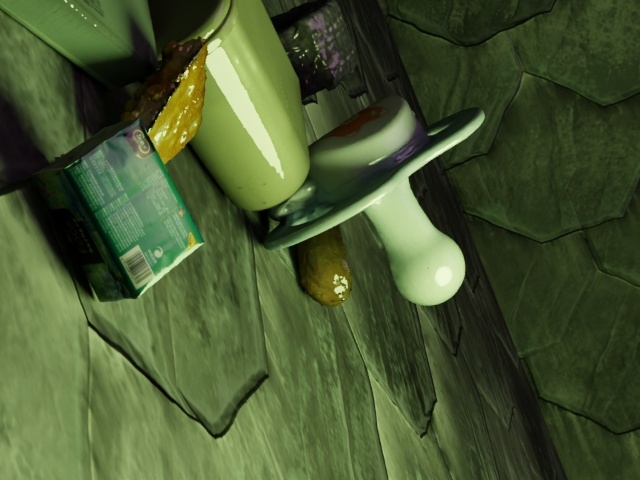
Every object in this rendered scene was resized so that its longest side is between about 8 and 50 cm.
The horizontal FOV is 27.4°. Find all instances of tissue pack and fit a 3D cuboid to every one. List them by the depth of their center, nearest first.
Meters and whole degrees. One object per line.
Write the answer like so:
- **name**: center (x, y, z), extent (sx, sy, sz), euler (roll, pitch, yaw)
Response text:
- **tissue pack**: center (-0.158, -0.022, 0.995), extent (0.085, 0.079, 0.111), euler (-41, 112, -38)

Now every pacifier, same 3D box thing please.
- **pacifier**: center (0.077, -0.029, 1.490), extent (0.233, 0.299, 0.244), euler (58, -28, -4)

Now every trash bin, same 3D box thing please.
- **trash bin**: center (-0.106, -0.189, 1.359), extent (0.247, 0.121, 0.243), euler (60, 16, -46)

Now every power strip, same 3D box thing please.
- **power strip**: center (-0.225, -0.254, 1.099), extent (0.265, 0.059, 0.193), euler (38, 38, -66)

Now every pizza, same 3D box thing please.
- **pizza**: center (-0.138, -0.121, 1.160), extent (0.178, 0.041, 0.131), euler (-48, 162, -61)

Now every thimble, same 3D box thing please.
- **thimble**: center (-0.030, -0.233, 1.643), extent (0.150, 0.150, 0.097), euler (-76, 143, -67)

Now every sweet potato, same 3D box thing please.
- **sweet potato**: center (-0.001, -0.006, 1.613), extent (0.233, 0.062, 0.081), euler (-98, 177, -54)
